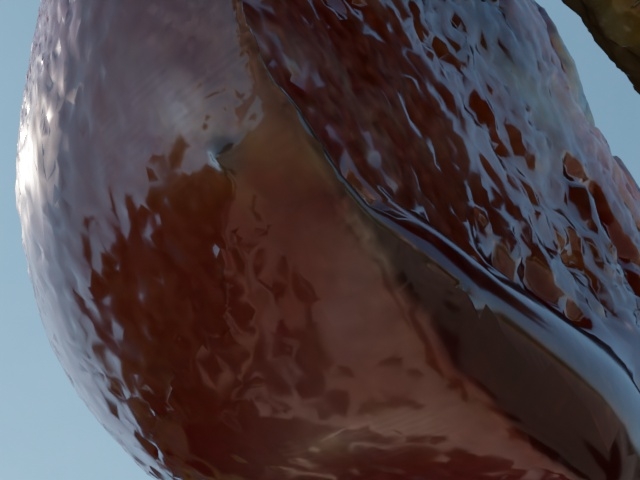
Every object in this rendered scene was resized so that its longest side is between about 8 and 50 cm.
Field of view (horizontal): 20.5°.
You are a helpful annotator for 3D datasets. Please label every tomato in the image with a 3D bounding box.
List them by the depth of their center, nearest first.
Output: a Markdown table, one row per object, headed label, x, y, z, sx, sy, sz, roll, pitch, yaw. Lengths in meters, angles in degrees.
| label | x | y | z | sx | sy | sz | roll | pitch | yaw |
| --- | --- | --- | --- | --- | --- | --- | --- | --- | --- |
| tomato | -0.003 | 0.002 | 0.564 | 0.170 | 0.309 | 0.309 | -34 | -40 | 24 |

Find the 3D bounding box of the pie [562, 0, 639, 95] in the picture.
| label | x | y | z | sx | sy | sz | roll | pitch | yaw |
| --- | --- | --- | --- | --- | --- | --- | --- | --- | --- |
| pie | 0.160 | -0.125 | 0.584 | 0.205 | 0.084 | 0.179 | -25 | -81 | -25 |
